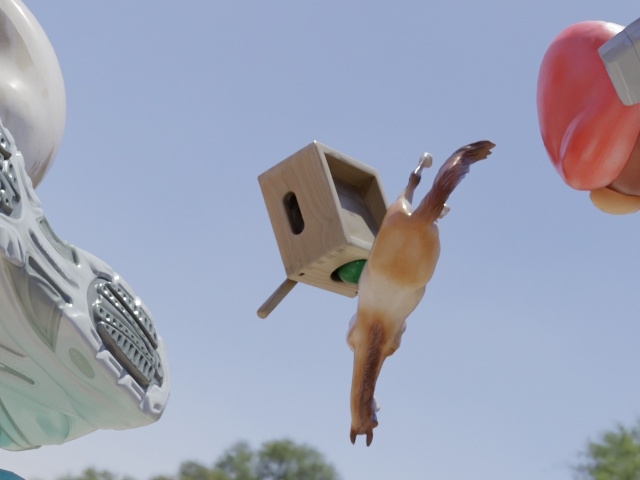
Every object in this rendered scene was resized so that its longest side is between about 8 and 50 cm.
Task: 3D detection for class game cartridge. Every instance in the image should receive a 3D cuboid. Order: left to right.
[{"bbox_3d":[0.193,-0.109,0.684,0.083,0.017,0.056,-30,-38,12],"label":"game cartridge"}]

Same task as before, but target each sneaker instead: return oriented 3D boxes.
[{"bbox_3d":[-0.172,0.016,0.572,0.115,0.090,0.232,-28,-67,13],"label":"sneaker"}]

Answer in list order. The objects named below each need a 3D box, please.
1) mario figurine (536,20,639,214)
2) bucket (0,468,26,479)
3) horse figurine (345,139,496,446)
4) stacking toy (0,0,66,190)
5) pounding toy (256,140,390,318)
[{"bbox_3d":[0.302,-0.062,0.882,0.320,0.198,0.170,31,-3,14],"label":"mario figurine"},{"bbox_3d":[-0.211,0.231,0.525,0.183,0.281,0.281,-8,0,-31],"label":"bucket"},{"bbox_3d":[0.072,0.029,1.128,0.066,0.263,0.174,23,28,3],"label":"horse figurine"},{"bbox_3d":[-0.420,0.006,1.051,0.350,0.351,0.480,23,-46,-3],"label":"stacking toy"},{"bbox_3d":[0.000,0.000,1.188,0.100,0.141,0.130,-30,-28,26],"label":"pounding toy"}]
